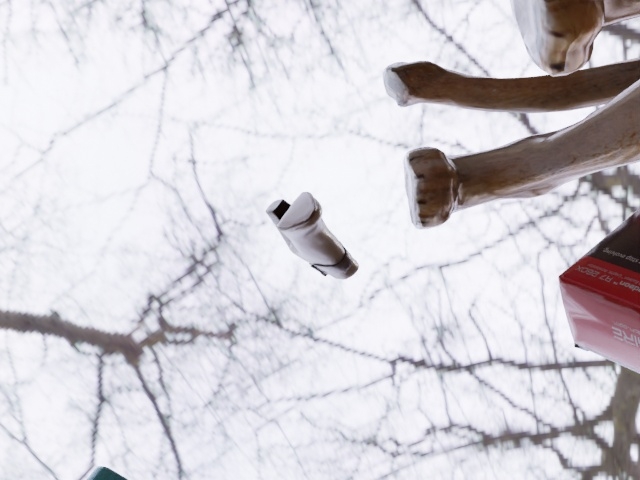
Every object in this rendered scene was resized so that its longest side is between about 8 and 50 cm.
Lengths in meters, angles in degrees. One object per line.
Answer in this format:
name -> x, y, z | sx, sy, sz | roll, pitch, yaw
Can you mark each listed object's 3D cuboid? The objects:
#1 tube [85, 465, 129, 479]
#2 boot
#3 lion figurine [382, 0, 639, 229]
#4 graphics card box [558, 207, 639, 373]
tube -> -0.211, 0.269, 1.097 | 0.052, 0.080, 0.207 | 3, -132, 47
boot -> 0.000, 0.000, 1.250 | 0.042, 0.087, 0.118 | -48, -161, -8
lion figurine -> 0.148, -0.097, 0.410 | 0.240, 0.392, 0.142 | -13, -90, -6
graphics card box -> 0.428, -0.004, 1.323 | 0.371, 0.094, 0.233 | -36, -147, -22
